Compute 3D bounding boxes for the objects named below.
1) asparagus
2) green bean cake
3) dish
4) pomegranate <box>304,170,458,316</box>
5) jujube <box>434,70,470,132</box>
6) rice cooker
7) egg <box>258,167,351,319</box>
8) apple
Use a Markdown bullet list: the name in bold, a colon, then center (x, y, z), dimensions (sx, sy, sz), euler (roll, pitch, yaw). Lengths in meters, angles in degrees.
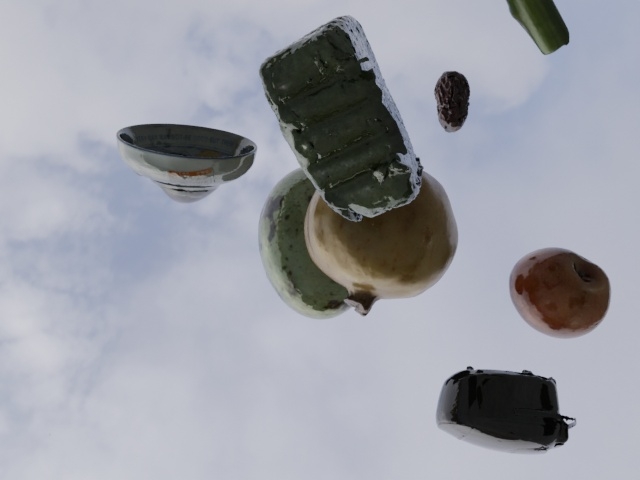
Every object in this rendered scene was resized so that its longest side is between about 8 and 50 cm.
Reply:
- **asparagus**: center (0.195, -0.260, 0.629), dimensions (0.178, 0.045, 0.041), euler (44, -107, -32)
- **green bean cake**: center (0.035, -0.143, 0.764), dimensions (0.125, 0.222, 0.227), euler (-28, -74, 16)
- **dish**: center (-0.269, -0.141, 1.273), dimensions (0.273, 0.273, 0.134), euler (0, -67, -23)
- **pomegranate**: center (0.116, -0.027, 1.199), dimensions (0.307, 0.307, 0.307), euler (7, -108, -21)
- **jujube**: center (0.353, -0.372, 1.716), dimensions (0.104, 0.104, 0.166), euler (4, -89, -22)
- **rice cooker**: center (0.279, 0.260, 0.971), dimensions (0.203, 0.142, 0.118), euler (7, -114, 1)
- **egg**: center (0.000, 0.000, 1.475), dimensions (0.287, 0.287, 0.379), euler (2, -116, -22)
- **apple**: center (0.497, 0.102, 1.316), dimensions (0.201, 0.162, 0.201), euler (22, -136, -23)
